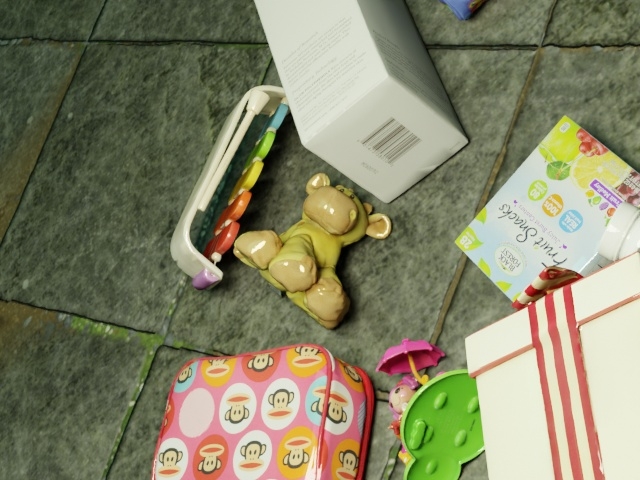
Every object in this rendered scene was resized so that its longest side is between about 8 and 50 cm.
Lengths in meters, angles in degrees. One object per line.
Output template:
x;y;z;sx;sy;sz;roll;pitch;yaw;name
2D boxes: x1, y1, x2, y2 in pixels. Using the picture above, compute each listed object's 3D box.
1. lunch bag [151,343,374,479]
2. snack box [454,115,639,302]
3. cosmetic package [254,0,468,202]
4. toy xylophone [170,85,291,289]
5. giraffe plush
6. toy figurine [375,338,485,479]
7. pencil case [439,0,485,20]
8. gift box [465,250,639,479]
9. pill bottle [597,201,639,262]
-0.080;0.273;1.721;0.293;0.120;0.258;-9;61;38;lunch bag
0.285;-0.017;1.599;0.207;0.070;0.174;-51;45;9;snack box
0.045;-0.257;1.860;0.155;0.197;0.365;-38;45;21;cosmetic package
-0.122;-0.088;1.922;0.322;0.081;0.236;-66;10;-8;toy xylophone
0.000;0.000;1.804;0.170;0.181;0.210;-50;8;-7;giraffe plush
0.121;0.193;1.620;0.159;0.130;0.173;-129;51;-59;toy figurine
0.259;-0.433;1.822;0.306;0.119;0.133;-39;69;17;pencil case
0.327;0.161;1.335;0.276;0.255;0.258;-29;52;34;gift box
0.374;0.016;1.460;0.137;0.078;0.078;29;87;19;pill bottle
